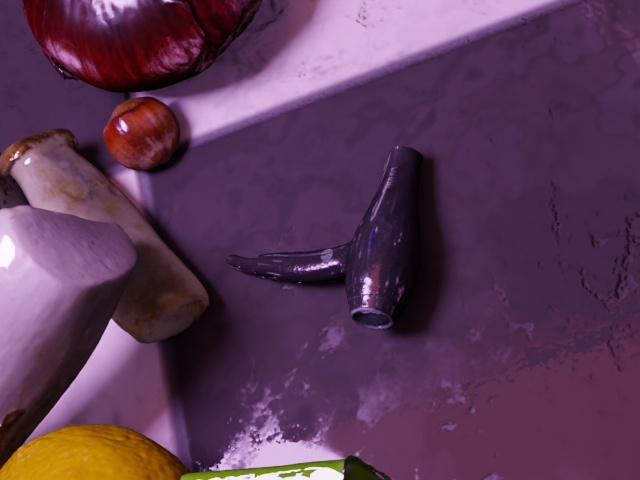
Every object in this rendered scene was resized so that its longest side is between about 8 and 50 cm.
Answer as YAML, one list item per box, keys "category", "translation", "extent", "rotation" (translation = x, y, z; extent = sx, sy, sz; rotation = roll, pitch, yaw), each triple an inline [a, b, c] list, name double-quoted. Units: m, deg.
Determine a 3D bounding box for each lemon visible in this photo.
- category: "lemon"
  translation: [-0.189, 0.268, 0.854]
  extent: [0.260, 0.204, 0.204]
  rotation: [34, 81, 37]

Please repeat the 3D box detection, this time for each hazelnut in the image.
- category: "hazelnut"
  translation: [-0.200, -0.120, 1.117]
  extent: [0.086, 0.086, 0.086]
  rotation: [-8, 64, 17]

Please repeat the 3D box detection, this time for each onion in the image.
- category: "onion"
  translation: [-0.199, -0.312, 1.112]
  extent: [0.314, 0.232, 0.314]
  rotation: [-7, 64, 15]

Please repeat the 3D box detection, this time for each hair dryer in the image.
- category: "hair dryer"
  translation: [0.000, 0.000, 1.000]
  extent: [0.219, 0.075, 0.195]
  rotation: [-5, 54, 26]

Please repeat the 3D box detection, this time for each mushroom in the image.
- category: "mushroom"
  translation: [-0.314, 0.157, 0.925]
  extent: [0.126, 0.177, 0.397]
  rotation: [36, 99, 17]
- category: "mushroom"
  translation: [-0.241, -0.011, 1.070]
  extent: [0.100, 0.081, 0.312]
  rotation: [-26, 58, -30]

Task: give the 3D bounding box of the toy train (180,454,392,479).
- category: "toy train"
  translation: [0.000, 0.316, 0.736]
  extent: [0.174, 0.249, 0.307]
  rotation: [-10, 64, 19]

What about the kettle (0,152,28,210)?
- category: "kettle"
  translation: [-0.463, 0.017, 1.090]
  extent: [0.243, 0.160, 0.210]
  rotation: [-19, 56, 10]
